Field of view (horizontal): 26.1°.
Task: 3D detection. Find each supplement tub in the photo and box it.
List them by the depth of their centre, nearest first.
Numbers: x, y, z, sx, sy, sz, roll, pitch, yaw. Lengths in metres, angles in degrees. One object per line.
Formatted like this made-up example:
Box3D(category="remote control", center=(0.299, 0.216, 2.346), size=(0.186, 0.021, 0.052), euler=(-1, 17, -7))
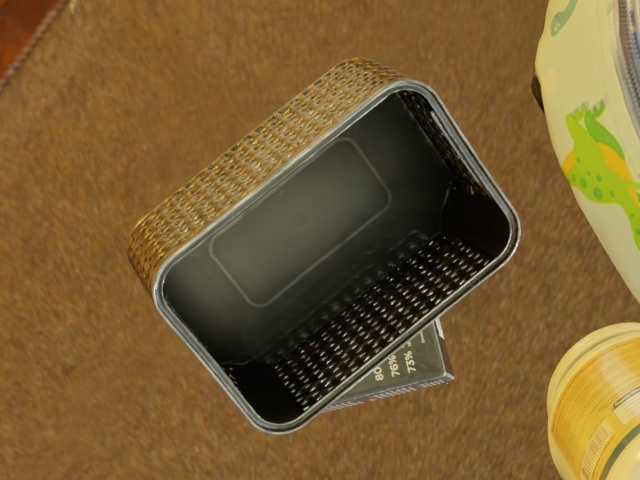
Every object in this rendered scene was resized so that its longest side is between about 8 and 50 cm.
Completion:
Box3D(category="supplement tub", center=(0.241, 0.147, 0.959), size=(0.144, 0.199, 0.144), euler=(-2, 107, -5))

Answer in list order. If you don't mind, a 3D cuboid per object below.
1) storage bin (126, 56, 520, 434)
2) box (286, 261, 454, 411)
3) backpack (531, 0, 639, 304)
Box3D(category="storage bin", center=(0.000, 0.000, 0.748), size=(0.180, 0.084, 0.122), euler=(-38, 113, -3))
Box3D(category="box", center=(0.018, 0.093, 1.412), size=(0.207, 0.108, 0.153), euler=(-14, 80, 8))
Box3D(category="backpack", center=(0.243, -0.013, 0.464), size=(0.355, 0.273, 0.290), euler=(44, 59, 12))
